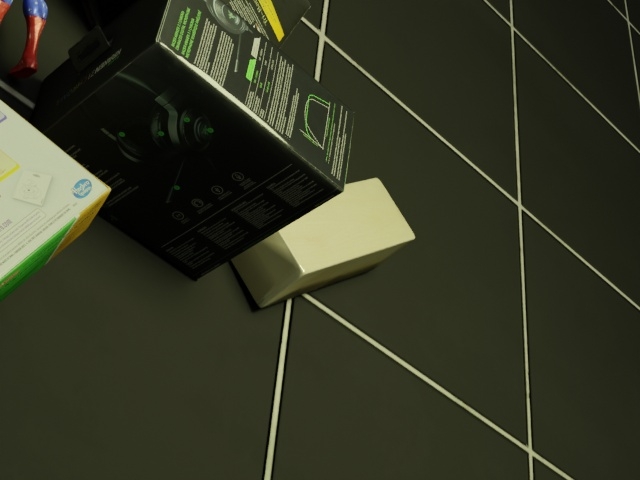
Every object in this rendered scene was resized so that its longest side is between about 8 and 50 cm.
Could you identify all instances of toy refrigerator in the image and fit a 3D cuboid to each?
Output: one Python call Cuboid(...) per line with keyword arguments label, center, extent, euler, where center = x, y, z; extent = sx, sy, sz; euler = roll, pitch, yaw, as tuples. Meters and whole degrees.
Cuboid(label="toy refrigerator", center=(0.000, 0.000, 1.509), extent=(0.269, 0.094, 0.102), euler=(-17, 72, -56))

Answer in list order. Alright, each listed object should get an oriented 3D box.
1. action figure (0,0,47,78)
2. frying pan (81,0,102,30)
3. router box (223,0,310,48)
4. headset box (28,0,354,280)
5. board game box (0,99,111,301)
Cuboid(label="action figure", center=(-0.353, -0.321, 1.317), extent=(0.091, 0.139, 0.280), euler=(22, 71, -44))
Cuboid(label="frying pan", center=(-0.290, -0.426, 1.371), extent=(0.053, 0.197, 0.326), euler=(-23, 81, -26))
Cuboid(label="router box", center=(-0.143, -0.359, 1.426), extent=(0.309, 0.081, 0.243), euler=(61, 30, -23))
Cuboid(label="headset box", center=(-0.150, -0.121, 1.272), extent=(0.283, 0.246, 0.131), euler=(36, 41, -29))
Cuboid(label="board game box", center=(-0.377, -0.075, 1.035), extent=(0.316, 0.064, 0.242), euler=(40, 36, 0))
